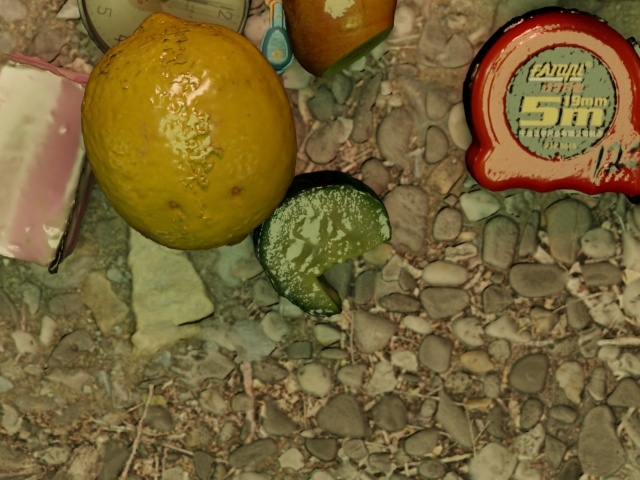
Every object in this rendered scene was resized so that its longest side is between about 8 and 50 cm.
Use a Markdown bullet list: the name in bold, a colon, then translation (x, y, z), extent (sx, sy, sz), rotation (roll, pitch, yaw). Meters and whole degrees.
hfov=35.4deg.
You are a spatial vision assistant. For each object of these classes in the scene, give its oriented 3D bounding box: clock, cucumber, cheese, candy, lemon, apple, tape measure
- **clock**: translation (-0.200, -0.312, 1.283), extent (0.226, 0.049, 0.226), rotation (-1, 122, -2)
- **cucumber**: translation (-0.005, -0.009, 1.367), extent (0.191, 0.130, 0.191), rotation (-2, 105, -7)
- **cheese**: translation (-0.057, -0.279, 1.341), extent (0.047, 0.017, 0.111), rotation (1, 105, -4)
- **candy**: translation (-0.379, -0.105, 1.334), extent (0.155, 0.116, 0.265), rotation (17, 105, -4)
- **lemon**: translation (-0.156, -0.123, 1.226), extent (0.258, 0.258, 0.310), rotation (-14, 117, 3)
- **apple**: translation (0.027, -0.294, 1.274), extent (0.147, 0.146, 0.163), rotation (-11, 103, -2)
- **tape measure**: translation (0.314, -0.176, 1.325), extent (0.253, 0.114, 0.260), rotation (1, 102, -1)
